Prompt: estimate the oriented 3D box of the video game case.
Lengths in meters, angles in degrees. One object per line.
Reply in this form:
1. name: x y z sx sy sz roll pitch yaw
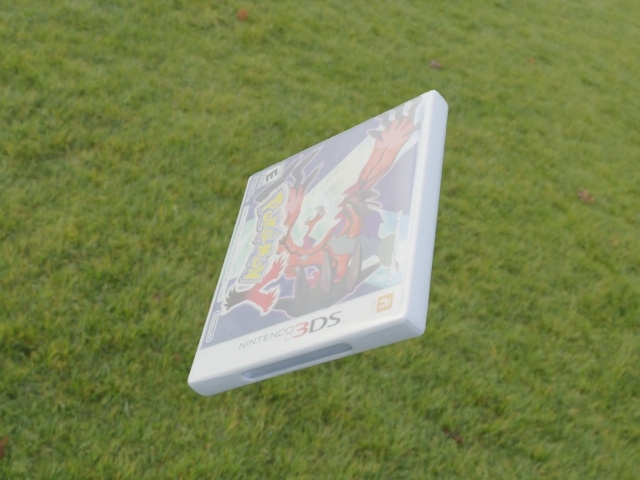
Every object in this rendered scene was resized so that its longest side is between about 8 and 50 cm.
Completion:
1. video game case: 0.000 0.000 0.583 0.023 0.183 0.201 44 41 -32
